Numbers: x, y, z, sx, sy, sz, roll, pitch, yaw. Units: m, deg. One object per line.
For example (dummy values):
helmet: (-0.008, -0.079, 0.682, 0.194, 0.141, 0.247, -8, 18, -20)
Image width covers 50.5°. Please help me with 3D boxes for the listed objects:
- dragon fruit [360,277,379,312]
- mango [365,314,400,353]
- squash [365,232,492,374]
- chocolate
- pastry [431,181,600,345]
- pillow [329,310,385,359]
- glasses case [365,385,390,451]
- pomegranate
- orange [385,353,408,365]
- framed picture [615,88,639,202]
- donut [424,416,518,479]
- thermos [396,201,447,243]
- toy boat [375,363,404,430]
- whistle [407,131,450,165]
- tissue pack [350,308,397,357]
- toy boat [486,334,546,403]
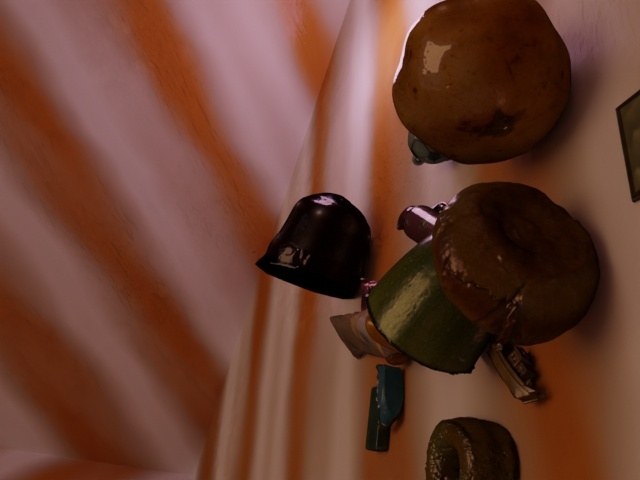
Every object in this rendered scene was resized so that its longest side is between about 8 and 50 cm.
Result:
dragon fruit: (0.180, 0.190, 2.134, 0.096, 0.102, 0.147, 159, 115, -76)
mango: (0.221, 0.226, 1.723, 0.187, 0.257, 0.138, -120, 48, -65)
squash: (0.304, 0.094, 1.536, 0.308, 0.310, 0.310, -61, 23, 26)
chocolate: (0.000, 0.000, 2.425, 0.384, 0.384, 0.331, -19, 52, 68)
pastry: (0.377, 0.036, 1.331, 0.163, 0.356, 0.355, 112, 163, -51)
pillow: (0.123, 0.307, 2.174, 0.173, 0.067, 0.270, 58, 158, -1)
glasses case: (0.172, 0.520, 1.981, 0.078, 0.040, 0.184, 143, 138, -62)
pomegranate: (0.366, -0.376, 1.579, 0.417, 0.417, 0.416, -165, 90, -72)
orange: (0.221, 0.319, 1.941, 0.085, 0.085, 0.085, -165, 90, -72)
framed picture: (0.629, -0.206, 1.261, 0.173, 0.010, 0.231, 134, 146, -56)
donut: (0.311, 0.504, 1.489, 0.272, 0.107, 0.271, -164, 90, -74)
thermos: (0.312, -0.045, 1.905, 0.330, 0.110, 0.136, -134, 60, -69)
toy boat: (0.189, 0.445, 1.933, 0.077, 0.075, 0.185, 137, 139, -54)
whistle: (0.345, -0.319, 1.956, 0.289, 0.164, 0.163, 123, 155, -44)
tissue pack: (0.200, 0.232, 1.933, 0.186, 0.090, 0.222, -32, 17, -11)
toy boat: (0.416, 0.267, 1.437, 0.072, 0.064, 0.206, -51, 24, 15)
